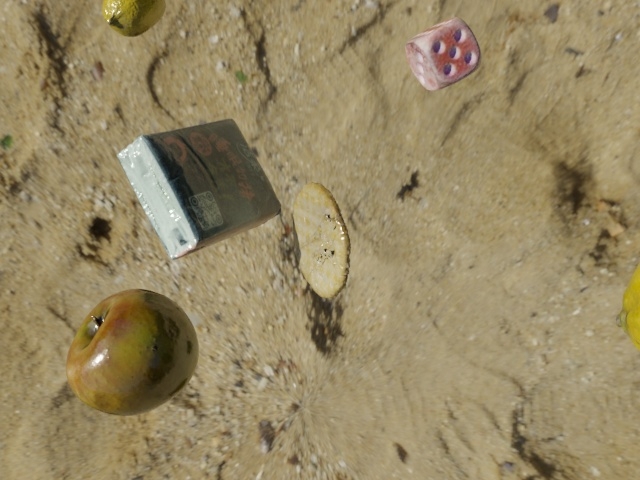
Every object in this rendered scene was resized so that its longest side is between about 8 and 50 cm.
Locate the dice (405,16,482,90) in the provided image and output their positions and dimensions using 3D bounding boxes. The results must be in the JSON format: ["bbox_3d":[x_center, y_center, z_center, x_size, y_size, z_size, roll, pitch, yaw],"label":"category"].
[{"bbox_3d":[0.198,-0.300,1.474,0.094,0.093,0.091,-30,104,-10],"label":"dice"}]

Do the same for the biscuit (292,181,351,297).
[{"bbox_3d":[-0.001,0.000,1.667,0.033,0.220,0.220,-9,79,-25],"label":"biscuit"}]

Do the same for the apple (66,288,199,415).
[{"bbox_3d":[-0.128,0.077,0.615,0.089,0.089,0.074,-38,111,-7],"label":"apple"}]

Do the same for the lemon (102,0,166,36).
[{"bbox_3d":[-0.276,-0.342,1.341,0.082,0.082,0.111,32,55,5],"label":"lemon"}]

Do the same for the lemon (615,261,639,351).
[{"bbox_3d":[0.449,0.073,1.020,0.231,0.192,0.192,-6,79,19],"label":"lemon"}]

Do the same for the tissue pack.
[{"bbox_3d":[-0.222,-0.109,1.761,0.103,0.315,0.228,-27,90,29],"label":"tissue pack"}]
